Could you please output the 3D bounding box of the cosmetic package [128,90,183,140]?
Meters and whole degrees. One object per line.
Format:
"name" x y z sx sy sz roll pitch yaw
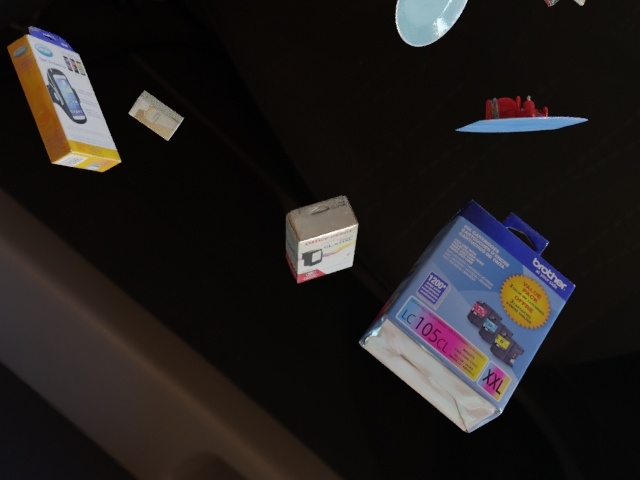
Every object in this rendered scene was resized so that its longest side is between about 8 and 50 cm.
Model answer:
"cosmetic package" -0.395 -0.300 2.025 0.115 0.041 0.060 34 123 -12

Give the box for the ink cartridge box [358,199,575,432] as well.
"ink cartridge box" 0.294 0.115 1.592 0.270 0.395 0.151 40 145 1

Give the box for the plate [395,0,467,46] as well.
"plate" 0.188 -0.419 1.418 0.024 0.188 0.188 39 134 34

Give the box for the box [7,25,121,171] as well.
"box" -0.241 -0.133 0.787 0.028 0.081 0.136 -28 80 16

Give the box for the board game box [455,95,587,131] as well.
"board game box" 0.243 -0.157 1.031 0.133 0.169 0.033 -2 92 -5

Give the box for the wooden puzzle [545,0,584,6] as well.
"wooden puzzle" 0.179 -0.215 0.649 0.083 0.049 0.006 54 158 -17

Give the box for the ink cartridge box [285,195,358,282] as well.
"ink cartridge box" 0.000 0.000 1.687 0.128 0.072 0.175 -17 153 -11
